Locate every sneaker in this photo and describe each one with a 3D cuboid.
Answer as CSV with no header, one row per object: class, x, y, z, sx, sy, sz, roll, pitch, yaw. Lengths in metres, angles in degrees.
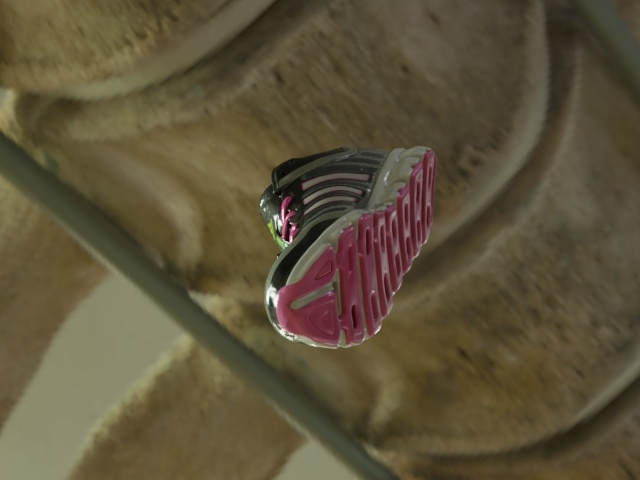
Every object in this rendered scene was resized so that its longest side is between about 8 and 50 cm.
sneaker,0.000,0.000,0.816,0.075,0.170,0.063,5,-63,20
